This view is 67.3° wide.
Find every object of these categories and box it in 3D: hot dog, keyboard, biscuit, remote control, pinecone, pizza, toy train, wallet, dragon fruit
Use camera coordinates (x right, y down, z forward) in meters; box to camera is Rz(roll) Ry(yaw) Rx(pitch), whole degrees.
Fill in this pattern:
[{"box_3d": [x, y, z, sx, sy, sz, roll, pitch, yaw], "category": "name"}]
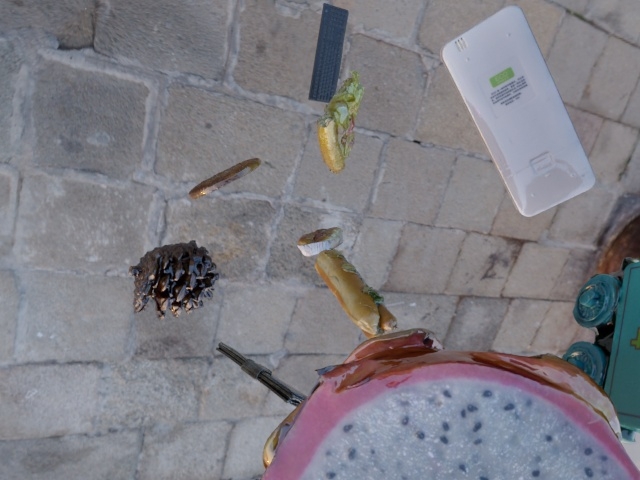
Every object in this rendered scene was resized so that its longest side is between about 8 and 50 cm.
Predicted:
[{"box_3d": [0.000, 0.000, 1.695, 0.144, 0.268, 0.075, -6, 100, 15], "category": "hot dog"}, {"box_3d": [0.012, -0.512, 1.476, 0.103, 0.041, 0.381, -2, 117, -33], "category": "keyboard"}, {"box_3d": [-0.226, -0.150, 1.137, 0.187, 0.188, 0.027, -29, 105, -11], "category": "biscuit"}, {"box_3d": [0.247, -0.153, 0.598, 0.103, 0.034, 0.250, -29, 107, 18], "category": "remote control"}, {"box_3d": [-0.477, 0.132, 1.576, 0.295, 0.298, 0.242, -12, 83, -38], "category": "pinecone"}, {"box_3d": [0.068, -0.349, 1.336, 0.280, 0.075, 0.288, 45, 62, -74], "category": "pizza"}, {"box_3d": [0.334, 0.108, 0.482, 0.107, 0.154, 0.198, 21, 78, -8], "category": "toy train"}, {"box_3d": [0.066, 0.101, 0.931, 0.072, 0.269, 0.109, -42, 129, 1], "category": "hot dog"}, {"box_3d": [-0.154, 0.391, 1.371, 0.044, 0.317, 0.169, -56, 141, -15], "category": "wallet"}, {"box_3d": [0.093, 0.222, 0.400, 0.305, 0.305, 0.226, -41, 169, -3], "category": "dragon fruit"}]
